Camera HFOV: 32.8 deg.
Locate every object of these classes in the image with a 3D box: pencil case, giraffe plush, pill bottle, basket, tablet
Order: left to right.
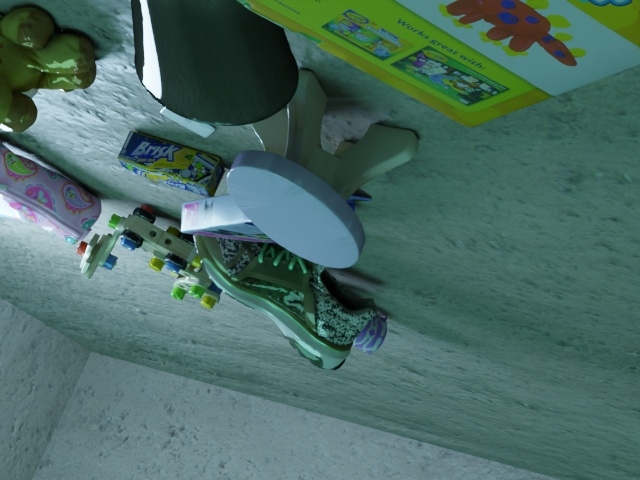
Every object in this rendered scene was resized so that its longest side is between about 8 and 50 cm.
[{"bbox_3d":[-0.449,-0.233,1.572,0.210,0.170,0.181,24,162,-4],"label":"giraffe plush"},{"bbox_3d":[-0.657,-0.086,2.380,0.160,0.087,0.087,11,159,31],"label":"pill bottle"},{"bbox_3d":[-0.586,-0.100,2.200,0.284,0.124,0.124,33,159,-32],"label":"pencil case"},{"bbox_3d":[-0.207,-0.186,1.690,0.083,0.006,0.054,28,161,-17],"label":"tablet"},{"bbox_3d":[-0.129,-0.252,1.188,0.204,0.154,0.227,21,159,12],"label":"basket"},{"bbox_3d":[0.045,0.155,2.236,0.206,0.088,0.086,29,164,-22],"label":"pencil case"}]

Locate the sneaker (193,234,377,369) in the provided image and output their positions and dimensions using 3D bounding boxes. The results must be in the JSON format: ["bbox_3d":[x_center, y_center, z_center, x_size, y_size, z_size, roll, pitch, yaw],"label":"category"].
[{"bbox_3d":[-0.056,0.056,2.063,0.410,0.158,0.182,40,117,-14],"label":"sneaker"}]

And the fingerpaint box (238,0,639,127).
[{"bbox_3d":[0.062,-0.282,0.807,0.444,0.163,0.371,24,163,-21],"label":"fingerpaint box"}]

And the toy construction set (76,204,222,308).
[{"bbox_3d":[-0.341,0.031,2.272,0.327,0.151,0.215,14,164,-11],"label":"toy construction set"}]

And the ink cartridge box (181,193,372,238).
[{"bbox_3d":[-0.078,-0.039,1.774,0.185,0.065,0.311,7,171,-33],"label":"ink cartridge box"}]

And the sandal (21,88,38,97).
[{"bbox_3d":[-0.638,-0.284,1.751,0.416,0.169,0.102,13,120,28],"label":"sandal"}]

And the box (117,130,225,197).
[{"bbox_3d":[-0.250,-0.127,1.821,0.169,0.059,0.054,18,162,13],"label":"box"}]

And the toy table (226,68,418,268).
[{"bbox_3d":[-0.009,-0.094,1.468,0.252,0.161,0.274,18,161,15],"label":"toy table"}]
